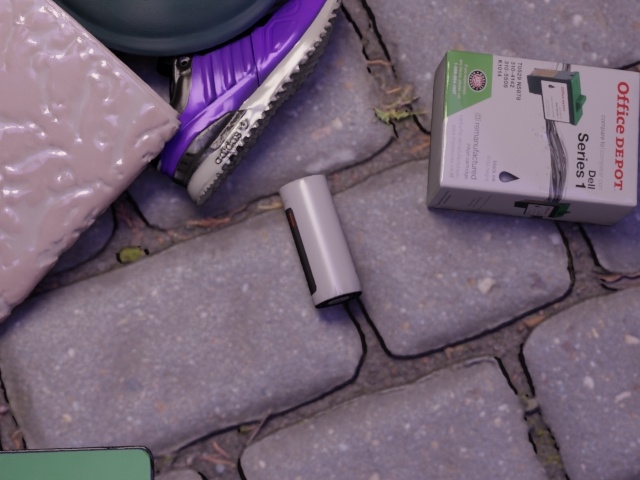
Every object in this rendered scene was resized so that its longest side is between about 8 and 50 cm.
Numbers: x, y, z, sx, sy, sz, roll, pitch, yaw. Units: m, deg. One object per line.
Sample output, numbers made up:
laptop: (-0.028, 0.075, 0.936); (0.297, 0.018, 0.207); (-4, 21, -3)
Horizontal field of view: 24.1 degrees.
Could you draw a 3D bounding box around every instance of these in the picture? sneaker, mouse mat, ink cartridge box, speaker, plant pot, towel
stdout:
sneaker: (-0.097, -0.194, 1.615); (0.146, 0.102, 0.293); (36, 75, 3)
mouse mat: (-0.263, 0.287, 1.529); (0.189, 0.007, 0.153); (0, 77, -8)
ink cartridge box: (0.233, -0.111, 1.640); (0.219, 0.092, 0.160); (5, 76, -5)
speaker: (0.000, 0.000, 1.604); (0.055, 0.055, 0.136); (-15, 79, -10)
plant pot: (-0.167, -0.363, 1.531); (0.293, 0.196, 0.293); (0, 69, -1)
towel: (-0.363, -0.105, 1.521); (0.317, 0.053, 0.332); (42, 92, -9)
